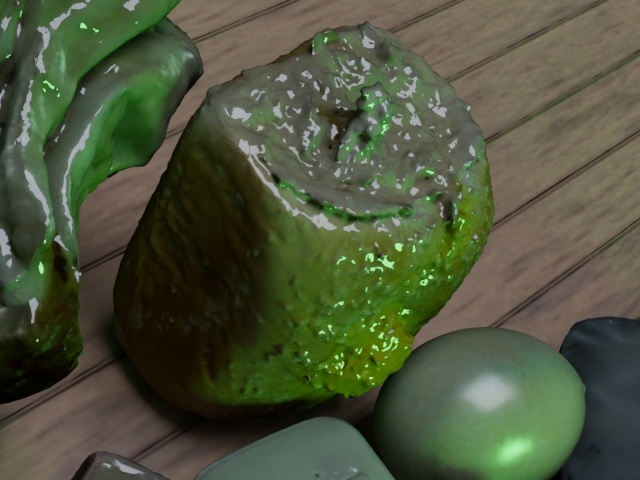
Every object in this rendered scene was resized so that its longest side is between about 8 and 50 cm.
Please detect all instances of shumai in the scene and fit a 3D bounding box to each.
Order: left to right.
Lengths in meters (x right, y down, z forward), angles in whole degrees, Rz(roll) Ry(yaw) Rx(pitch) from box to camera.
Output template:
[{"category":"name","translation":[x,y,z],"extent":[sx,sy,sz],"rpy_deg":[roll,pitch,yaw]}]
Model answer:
[{"category":"shumai","translation":[-0.219,-0.046,1.038],"extent":[0.304,0.309,0.263],"rpy_deg":[53,21,-52]}]

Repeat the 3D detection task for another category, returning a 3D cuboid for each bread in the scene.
[{"category":"bread","translation":[0.000,0.000,1.172],"extent":[0.176,0.246,0.195],"rpy_deg":[42,43,12]}]

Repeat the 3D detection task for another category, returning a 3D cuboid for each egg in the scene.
[{"category":"egg","translation":[0.104,0.112,1.228],"extent":[0.152,0.114,0.114],"rpy_deg":[-10,55,-32]}]

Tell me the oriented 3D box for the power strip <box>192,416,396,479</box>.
[{"category":"power strip","translation":[0.058,0.214,1.113],"extent":[0.194,0.059,0.265],"rpy_deg":[-21,62,-34]}]

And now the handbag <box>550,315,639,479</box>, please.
[{"category":"handbag","translation":[0.237,0.163,1.244],"extent":[0.192,0.075,0.332],"rpy_deg":[-1,39,14]}]

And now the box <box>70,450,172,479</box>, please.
[{"category":"box","translation":[-0.082,0.289,0.862],"extent":[0.225,0.190,0.297],"rpy_deg":[28,38,-7]}]
